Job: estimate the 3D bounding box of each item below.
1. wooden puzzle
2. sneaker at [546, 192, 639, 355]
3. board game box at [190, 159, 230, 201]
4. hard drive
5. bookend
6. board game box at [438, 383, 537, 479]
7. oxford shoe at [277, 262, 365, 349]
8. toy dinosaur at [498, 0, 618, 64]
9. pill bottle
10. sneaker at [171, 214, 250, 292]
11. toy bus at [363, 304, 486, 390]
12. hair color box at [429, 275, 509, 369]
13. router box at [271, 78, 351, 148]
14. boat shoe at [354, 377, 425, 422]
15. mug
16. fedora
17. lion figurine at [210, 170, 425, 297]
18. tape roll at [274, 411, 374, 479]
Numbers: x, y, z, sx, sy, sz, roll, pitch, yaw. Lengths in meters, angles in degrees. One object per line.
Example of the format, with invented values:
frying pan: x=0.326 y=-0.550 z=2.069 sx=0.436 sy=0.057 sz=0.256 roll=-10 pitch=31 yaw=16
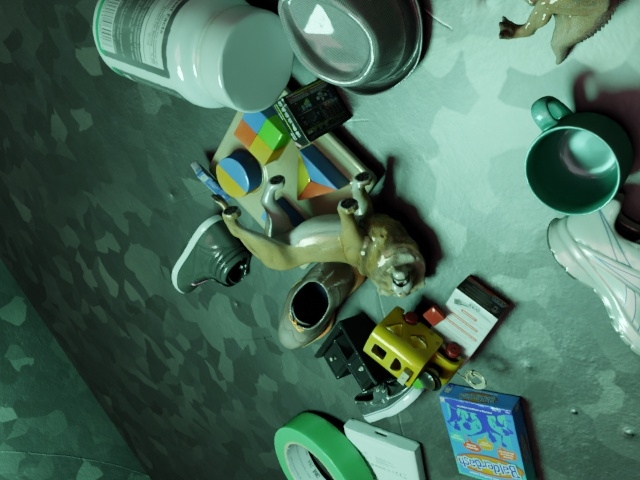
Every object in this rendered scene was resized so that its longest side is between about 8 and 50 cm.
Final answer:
wooden puzzle: x=-0.086 y=-0.127 z=1.274 sx=0.322 sy=0.080 sz=0.348 roll=46 pitch=138 yaw=8
sneaker: x=0.465 y=0.062 z=0.896 sx=0.297 sy=0.111 sz=0.129 roll=48 pitch=132 yaw=4
board game box: x=-0.247 y=-0.133 z=1.400 sx=0.090 sy=0.020 sz=0.090 roll=46 pitch=180 yaw=-32
hard drive: x=0.174 y=0.602 z=1.558 sx=0.203 sy=0.040 sz=0.307 roll=9 pitch=122 yaw=38
bookend: x=0.077 y=0.269 z=1.365 sx=0.156 sy=0.072 sz=0.157 roll=58 pitch=142 yaw=24
board game box: x=0.341 y=0.402 z=1.271 sx=0.160 sy=0.047 sz=0.210 roll=0 pitch=118 yaw=41
oxford shoe: x=-0.035 y=0.151 z=1.373 sx=0.130 sy=0.133 sz=0.363 roll=42 pitch=137 yaw=11
toy dinosaur: x=0.321 y=-0.342 z=0.746 sx=0.200 sy=0.127 sz=0.295 roll=6 pitch=126 yaw=31
pill bottle: x=-0.234 y=-0.358 z=1.135 sx=0.361 sy=0.204 sz=0.204 roll=27 pitch=132 yaw=34
sneaker: x=-0.275 y=0.082 z=1.560 sx=0.147 sy=0.104 sz=0.295 roll=48 pitch=134 yaw=13
toy bus: x=0.179 y=0.226 z=1.179 sx=0.202 sy=0.104 sz=0.191 roll=-6 pitch=114 yaw=47
hair color box: x=0.269 y=0.156 z=1.167 sx=0.093 sy=0.053 sz=0.167 roll=38 pitch=138 yaw=17
router box: x=-0.015 y=-0.229 z=1.111 sx=0.038 sy=0.122 sz=0.092 roll=-22 pitch=101 yaw=53
boat shoe: x=0.147 y=0.340 z=1.388 sx=0.076 sy=0.080 sz=0.228 roll=48 pitch=145 yaw=3
mug: x=0.363 y=-0.124 z=0.864 sx=0.129 sy=0.097 sz=0.157 roll=14 pitch=125 yaw=35
fedora: x=0.027 y=-0.347 z=0.995 sx=0.275 sy=0.124 sz=0.244 roll=48 pitch=137 yaw=6
lion figurine: x=0.000 y=0.000 z=1.174 sx=0.392 sy=0.142 sz=0.240 roll=4 pitch=137 yaw=20
tape roll: x=0.010 y=0.612 z=1.648 sx=0.321 sy=0.077 sz=0.321 roll=32 pitch=137 yaw=36
